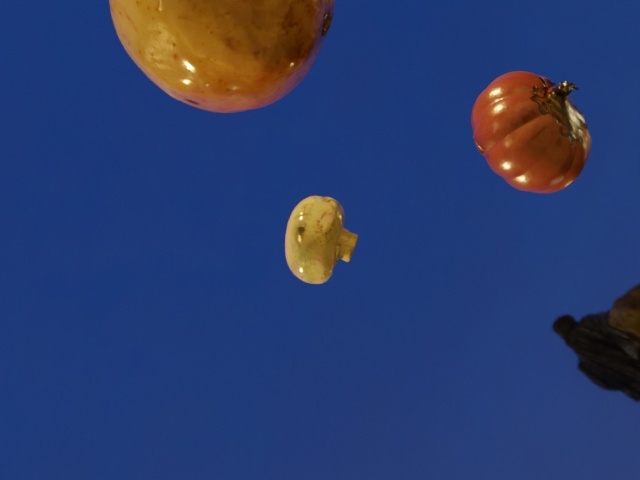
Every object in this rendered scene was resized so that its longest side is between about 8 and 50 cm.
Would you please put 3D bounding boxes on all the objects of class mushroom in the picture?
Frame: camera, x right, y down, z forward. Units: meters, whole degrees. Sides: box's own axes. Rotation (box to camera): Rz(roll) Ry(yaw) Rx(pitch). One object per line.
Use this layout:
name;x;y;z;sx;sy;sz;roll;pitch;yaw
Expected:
mushroom;0.000;0.000;0.649;0.067;0.083;0.083;16;-86;3

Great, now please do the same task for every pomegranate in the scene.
pomegranate;-0.179;-0.406;1.099;0.410;0.410;0.410;-8;-74;-29

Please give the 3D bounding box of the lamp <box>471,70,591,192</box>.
lamp;0.298;-0.155;0.951;0.182;0.140;0.182;20;-127;-29
